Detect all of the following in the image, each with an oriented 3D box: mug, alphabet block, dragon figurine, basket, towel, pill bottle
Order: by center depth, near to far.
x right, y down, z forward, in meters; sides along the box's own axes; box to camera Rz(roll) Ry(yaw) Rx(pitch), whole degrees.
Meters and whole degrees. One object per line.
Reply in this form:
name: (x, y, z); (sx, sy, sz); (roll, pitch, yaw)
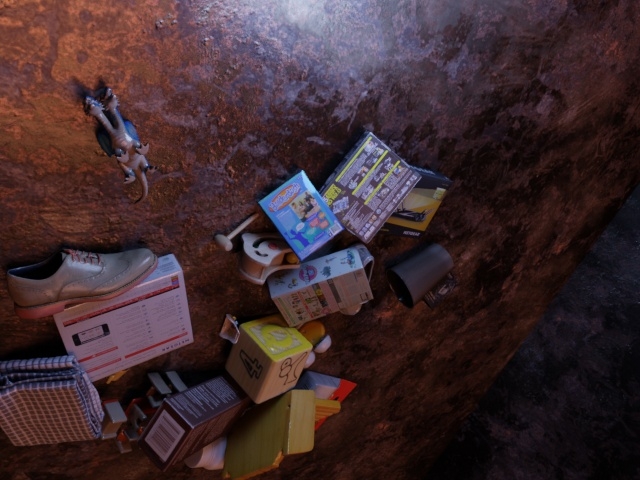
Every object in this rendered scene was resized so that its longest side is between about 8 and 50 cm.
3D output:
dragon figurine: (-0.438, -0.208, 1.223); (0.085, 0.144, 0.289); (-30, 157, -17)
towel: (-0.727, 0.437, 1.455); (0.235, 0.121, 0.283); (-3, 131, -4)
mug: (-0.609, 0.381, 1.613); (0.064, 0.062, 0.078); (-49, 163, 21)
alphabet block: (-0.175, 0.392, 1.845); (0.192, 0.193, 0.197); (-10, 131, -50)
pill bottle: (-0.366, 0.775, 2.068); (0.283, 0.160, 0.160); (18, 112, -46)
basket: (0.392, 0.126, 2.128); (0.227, 0.154, 0.204); (-34, 133, -15)

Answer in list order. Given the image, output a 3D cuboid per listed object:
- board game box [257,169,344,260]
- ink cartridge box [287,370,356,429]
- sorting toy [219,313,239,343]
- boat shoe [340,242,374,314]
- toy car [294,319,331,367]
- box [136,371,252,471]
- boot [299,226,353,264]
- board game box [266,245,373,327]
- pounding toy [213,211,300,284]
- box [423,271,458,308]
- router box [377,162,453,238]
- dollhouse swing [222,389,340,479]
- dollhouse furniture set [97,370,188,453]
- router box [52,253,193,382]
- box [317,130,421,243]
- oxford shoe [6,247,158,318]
board game box: (-0.057, -0.072, 1.582); (0.160, 0.047, 0.210); (-36, 99, -7)
ink cartridge box: (-0.022, 0.723, 2.353); (0.308, 0.091, 0.385); (-50, 138, 9)
sorting toy: (-0.287, 0.294, 1.783); (0.045, 0.075, 0.083); (1, 124, -39)
boat shoe: (0.129, 0.158, 1.975); (0.118, 0.103, 0.320); (-14, 132, -30)
toy car: (-0.058, 0.360, 1.992); (0.182, 0.159, 0.136); (-44, 176, 1)
box: (-0.391, 0.574, 1.791); (0.191, 0.143, 0.381); (-56, 160, 13)
boot: (0.000, 0.001, 1.775); (0.208, 0.076, 0.189); (-37, 137, 4)
board game box: (0.003, 0.155, 1.793); (0.304, 0.097, 0.224); (-19, 143, 2)
pounding toy: (-0.158, 0.021, 1.591); (0.270, 0.154, 0.154); (-4, 126, -37)
box: (0.470, 0.177, 2.272); (0.158, 0.093, 0.156); (-43, 139, -1)
router box: (0.277, -0.136, 1.857); (0.309, 0.081, 0.242); (6, 120, -41)
dollhouse swing: (-0.114, 0.720, 1.974); (0.347, 0.315, 0.305); (-33, 127, 32)
dollhouse furniture set: (-0.594, 0.530, 1.733); (0.262, 0.135, 0.259); (-55, 149, 14)
router box: (-0.537, 0.220, 1.515); (0.336, 0.082, 0.301); (-19, 134, -25)
box: (0.138, -0.159, 1.659); (0.216, 0.060, 0.270); (36, 96, -16)
oxford shoe: (-0.573, 0.076, 1.338); (0.348, 0.123, 0.130); (-22, 127, -27)
